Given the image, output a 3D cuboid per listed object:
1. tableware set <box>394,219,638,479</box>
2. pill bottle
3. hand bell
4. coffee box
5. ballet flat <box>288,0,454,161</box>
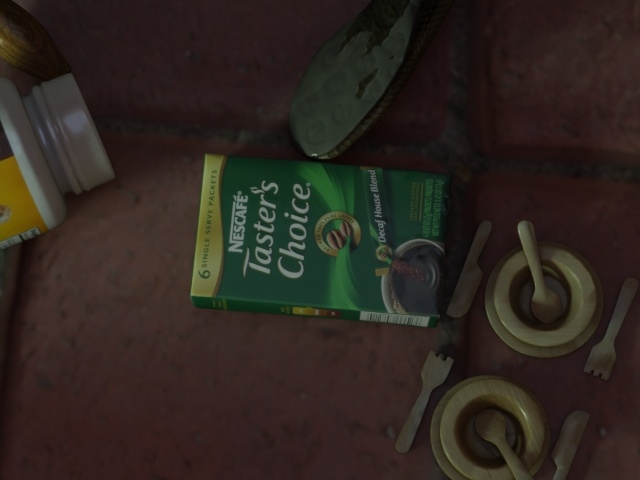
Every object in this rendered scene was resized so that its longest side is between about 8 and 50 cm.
[{"bbox_3d":[0.144,0.088,1.212,0.128,0.039,0.194,21,77,5],"label":"tableware set"},{"bbox_3d":[-0.261,-0.042,1.206,0.215,0.117,0.117,-23,77,-6],"label":"pill bottle"},{"bbox_3d":[-0.284,-0.203,1.267,0.242,0.126,0.126,41,79,-2],"label":"hand bell"},{"bbox_3d":[0.000,0.000,1.234,0.184,0.040,0.113,6,76,2],"label":"coffee box"},{"bbox_3d":[0.059,-0.161,1.269,0.084,0.058,0.250,22,77,36],"label":"ballet flat"}]
